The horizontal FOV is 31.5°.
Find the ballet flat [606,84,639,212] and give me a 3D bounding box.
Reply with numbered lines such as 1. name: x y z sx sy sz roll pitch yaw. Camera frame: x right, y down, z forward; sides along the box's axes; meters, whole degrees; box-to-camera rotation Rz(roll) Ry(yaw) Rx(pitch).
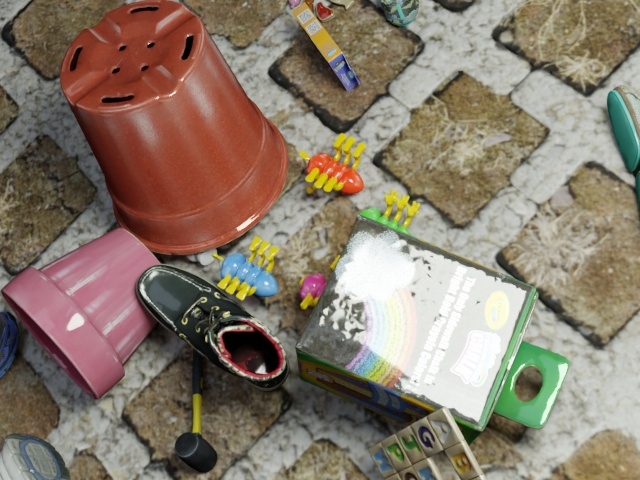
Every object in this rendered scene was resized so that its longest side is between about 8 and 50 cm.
1. ballet flat: 0.415 -0.093 1.395 0.079 0.077 0.221 -9 67 -1

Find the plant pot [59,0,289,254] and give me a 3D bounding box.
1. plant pot: -0.211 -0.165 1.551 0.272 0.265 0.272 -9 53 12

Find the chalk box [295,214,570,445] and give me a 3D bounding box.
1. chalk box: 0.137 0.124 1.320 0.289 0.179 0.180 24 75 7

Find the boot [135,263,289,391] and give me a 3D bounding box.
1. boot: -0.134 0.101 1.425 0.236 0.178 0.085 38 81 2

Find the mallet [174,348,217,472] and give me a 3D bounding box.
1. mallet: -0.161 0.219 1.518 0.039 0.062 0.189 -14 47 16

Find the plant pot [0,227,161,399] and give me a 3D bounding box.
1. plant pot: -0.304 0.086 1.557 0.180 0.201 0.201 -42 56 -17

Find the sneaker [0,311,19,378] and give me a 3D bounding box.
1. sneaker: -0.532 0.186 1.660 0.221 0.087 0.083 -44 58 -1

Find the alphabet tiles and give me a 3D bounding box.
1. alphabet tiles: 0.149 0.313 1.249 0.009 0.198 0.237 -22 78 -30

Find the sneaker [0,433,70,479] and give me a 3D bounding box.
1. sneaker: -0.368 0.400 1.493 0.129 0.111 0.297 -46 52 16

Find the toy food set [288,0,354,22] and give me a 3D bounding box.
1. toy food set: -0.009 -0.375 1.741 0.078 0.019 0.122 -40 65 2

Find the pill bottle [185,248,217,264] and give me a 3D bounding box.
1. pill bottle: -0.186 0.002 1.622 0.083 0.043 0.043 36 84 32

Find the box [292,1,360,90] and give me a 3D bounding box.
1. box: 0.012 -0.276 1.645 0.028 0.081 0.136 -34 57 6

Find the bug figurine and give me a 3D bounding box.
1. bug figurine: 0.000 0.000 1.515 0.216 0.072 0.279 32 71 24

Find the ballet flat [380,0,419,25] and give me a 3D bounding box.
1. ballet flat: 0.105 -0.405 1.677 0.070 0.070 0.188 -22 59 13
